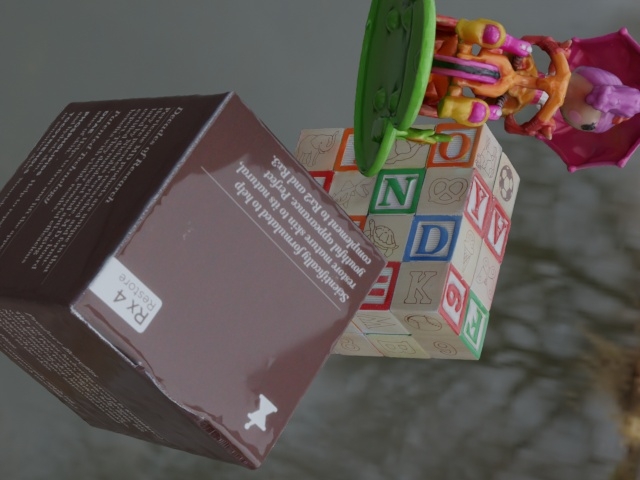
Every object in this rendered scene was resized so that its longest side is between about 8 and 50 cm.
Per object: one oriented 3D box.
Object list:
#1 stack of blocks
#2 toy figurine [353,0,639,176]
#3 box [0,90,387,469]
[{"bbox_3d":[0.000,0.000,1.187,0.087,0.297,0.171,48,49,-49],"label":"stack of blocks"},{"bbox_3d":[0.112,-0.086,0.765,0.173,0.159,0.130,-143,-119,-80],"label":"toy figurine"},{"bbox_3d":[-0.106,0.022,0.916,0.168,0.203,0.167,47,64,-30],"label":"box"}]
